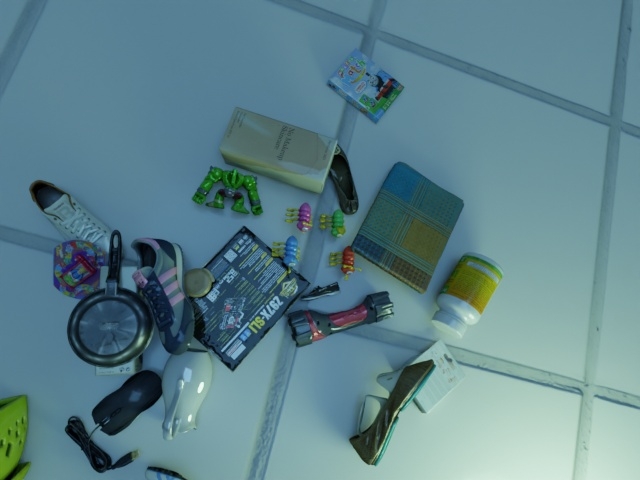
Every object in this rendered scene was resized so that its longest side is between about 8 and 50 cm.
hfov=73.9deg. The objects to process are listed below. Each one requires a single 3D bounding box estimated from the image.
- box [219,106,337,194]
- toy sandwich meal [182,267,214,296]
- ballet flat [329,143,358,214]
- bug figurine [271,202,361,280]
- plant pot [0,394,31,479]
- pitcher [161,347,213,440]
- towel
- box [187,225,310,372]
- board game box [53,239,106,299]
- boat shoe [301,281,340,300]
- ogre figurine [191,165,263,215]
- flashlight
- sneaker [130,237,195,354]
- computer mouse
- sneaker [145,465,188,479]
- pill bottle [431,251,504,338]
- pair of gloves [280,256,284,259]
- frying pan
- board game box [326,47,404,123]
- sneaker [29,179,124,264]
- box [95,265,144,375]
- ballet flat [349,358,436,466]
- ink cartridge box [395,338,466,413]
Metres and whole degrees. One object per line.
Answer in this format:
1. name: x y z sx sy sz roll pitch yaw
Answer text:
1. box: -0.120 -0.261 1.256 0.312 0.121 0.147 17 79 0
2. toy sandwich meal: -0.327 0.111 1.136 0.086 0.029 0.085 1 80 -5
3. ballet flat: 0.067 -0.201 1.336 0.084 0.058 0.249 -14 83 -14
4. bug figurine: 0.000 0.000 1.238 0.279 0.072 0.216 9 70 -29
5. plant pot: -0.807 0.498 0.949 0.228 0.228 0.206 -11 89 -13
6. pitcher: -0.349 0.385 1.081 0.126 0.178 0.206 8 79 -4
7. towel: 0.277 -0.050 1.326 0.272 0.040 0.370 32 64 -4
8. box: -0.228 0.157 1.193 0.257 0.079 0.322 41 76 0
9. board game box: -0.639 0.083 1.117 0.134 0.033 0.168 8 104 -8
10. boat shoe: -0.001 0.152 1.263 0.126 0.046 0.038 -11 82 -16
11. ogre figurine: -0.260 -0.146 1.243 0.197 0.097 0.118 11 89 2
12. flashlight: 0.061 0.218 1.236 0.305 0.103 0.103 -16 80 -13
13. sneaker: -0.406 0.132 1.057 0.112 0.131 0.318 -35 58 20
14. computer mouse: -0.501 0.469 1.081 0.262 0.060 0.184 -34 89 -8
15. sneaker: -0.348 0.653 1.076 0.237 0.085 0.086 36 60 -4
16. pill bottle: 0.443 0.170 1.303 0.136 0.136 0.245 36 75 -3
17. pair of gloves: -0.144 0.084 1.265 0.074 0.010 0.083 2 80 -11
18. frying pan: -0.491 0.153 1.054 0.198 0.053 0.325 23 78 -10
19. board game box: 0.152 -0.518 1.423 0.212 0.039 0.160 37 75 -2
20. sneaker: -0.656 -0.044 1.129 0.290 0.123 0.106 41 73 -3
21. box: -0.520 0.207 1.115 0.094 0.113 0.274 0 81 -12
22. ballet flat: 0.189 0.458 1.200 0.124 0.116 0.342 31 91 21
23. ink cartridge box: 0.334 0.408 1.292 0.179 0.045 0.145 -32 87 -24
